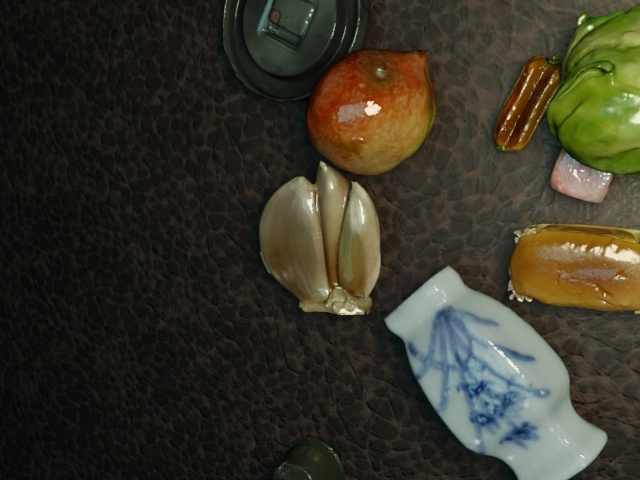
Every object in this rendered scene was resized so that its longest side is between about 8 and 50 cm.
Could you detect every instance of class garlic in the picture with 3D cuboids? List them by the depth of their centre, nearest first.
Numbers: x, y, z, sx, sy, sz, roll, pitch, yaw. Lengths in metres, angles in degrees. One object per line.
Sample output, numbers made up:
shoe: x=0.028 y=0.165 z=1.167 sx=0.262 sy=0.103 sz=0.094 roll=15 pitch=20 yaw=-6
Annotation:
garlic: x=0.000 y=0.000 z=1.323 sx=0.279 sy=0.132 sz=0.325 roll=-3 pitch=100 yaw=27

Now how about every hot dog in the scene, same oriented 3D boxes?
hot dog: x=0.365 y=-0.241 z=1.137 sx=0.072 sy=0.055 sz=0.188 roll=31 pitch=111 yaw=16

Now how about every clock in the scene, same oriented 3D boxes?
clock: x=-0.052 y=-0.440 z=1.300 sx=0.325 sy=0.067 sz=0.325 roll=4 pitch=97 yaw=30

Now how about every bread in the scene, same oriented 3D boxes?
bread: x=0.452 y=0.046 z=1.112 sx=0.241 sy=0.107 sz=0.136 roll=6 pitch=104 yaw=27

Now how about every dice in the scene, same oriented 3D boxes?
dice: x=0.448 y=-0.119 z=1.094 sx=0.093 sy=0.091 sz=0.094 roll=24 pitch=108 yaw=22

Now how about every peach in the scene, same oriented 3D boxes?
peach: x=0.099 y=-0.246 z=1.175 sx=0.232 sy=0.232 sz=0.256 roll=42 pitch=117 yaw=15

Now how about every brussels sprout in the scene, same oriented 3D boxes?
brussels sprout: x=0.477 y=-0.221 z=0.961 sx=0.295 sy=0.259 sz=0.227 roll=4 pitch=140 yaw=-3

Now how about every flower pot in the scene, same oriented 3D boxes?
flower pot: x=-0.036 y=0.532 z=1.446 sx=0.158 sy=0.107 sz=0.157 roll=4 pitch=98 yaw=27

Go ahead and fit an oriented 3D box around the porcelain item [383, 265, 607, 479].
porcelain item: x=0.307 y=0.249 z=1.179 sx=0.405 sy=0.178 sz=0.242 roll=49 pitch=116 yaw=11
